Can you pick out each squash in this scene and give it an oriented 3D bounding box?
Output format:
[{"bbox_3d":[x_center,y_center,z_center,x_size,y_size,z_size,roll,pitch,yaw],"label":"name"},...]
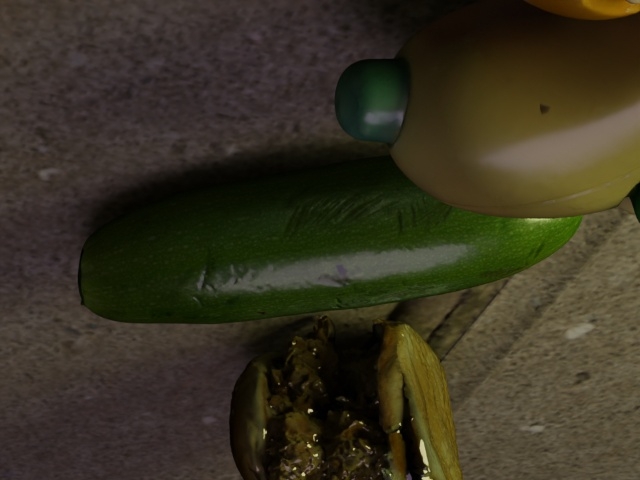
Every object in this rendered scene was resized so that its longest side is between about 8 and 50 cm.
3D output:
[{"bbox_3d":[0.000,-0.001,0.960,0.292,0.082,0.082,-8,144,6],"label":"squash"}]

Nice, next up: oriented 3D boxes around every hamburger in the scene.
[{"bbox_3d":[0.020,0.140,1.083,0.131,0.185,0.159,-18,158,12],"label":"hamburger"}]

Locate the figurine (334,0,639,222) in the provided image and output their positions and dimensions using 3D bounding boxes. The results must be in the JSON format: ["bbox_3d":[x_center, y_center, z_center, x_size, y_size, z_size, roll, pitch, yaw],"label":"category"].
[{"bbox_3d":[0.151,-0.127,0.779,0.222,0.124,0.324,25,132,-30],"label":"figurine"}]
